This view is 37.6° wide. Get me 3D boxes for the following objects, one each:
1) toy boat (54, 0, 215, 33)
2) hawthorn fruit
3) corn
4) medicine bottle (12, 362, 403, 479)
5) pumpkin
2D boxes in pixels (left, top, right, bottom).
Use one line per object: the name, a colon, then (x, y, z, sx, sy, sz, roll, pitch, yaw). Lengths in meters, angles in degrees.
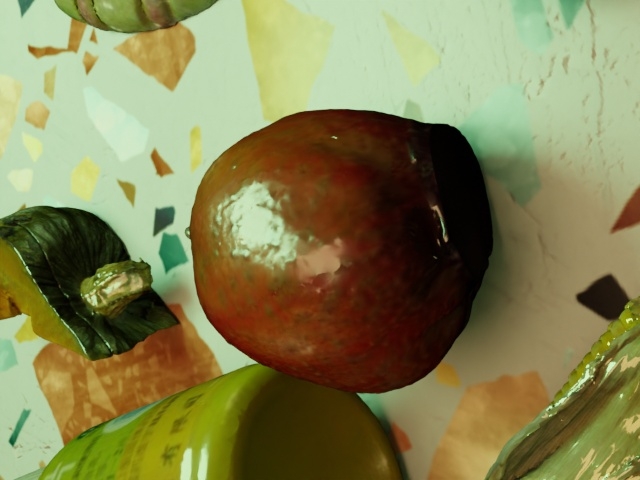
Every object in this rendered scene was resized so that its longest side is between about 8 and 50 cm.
toy boat: (-0.202, -0.317, 0.895, 0.293, 0.111, 0.276, 53, 129, 11)
hawthorn fruit: (0.000, 0.000, 0.682, 0.249, 0.215, 0.215, 11, 99, 25)
corn: (0.181, 0.169, 0.611, 0.123, 0.122, 0.305, 37, 112, 29)
medicine bottle: (-0.134, 0.254, 0.796, 0.384, 0.224, 0.224, -26, 77, 37)
pumpkin: (-0.256, 0.032, 0.938, 0.247, 0.131, 0.126, 8, 98, 35)
